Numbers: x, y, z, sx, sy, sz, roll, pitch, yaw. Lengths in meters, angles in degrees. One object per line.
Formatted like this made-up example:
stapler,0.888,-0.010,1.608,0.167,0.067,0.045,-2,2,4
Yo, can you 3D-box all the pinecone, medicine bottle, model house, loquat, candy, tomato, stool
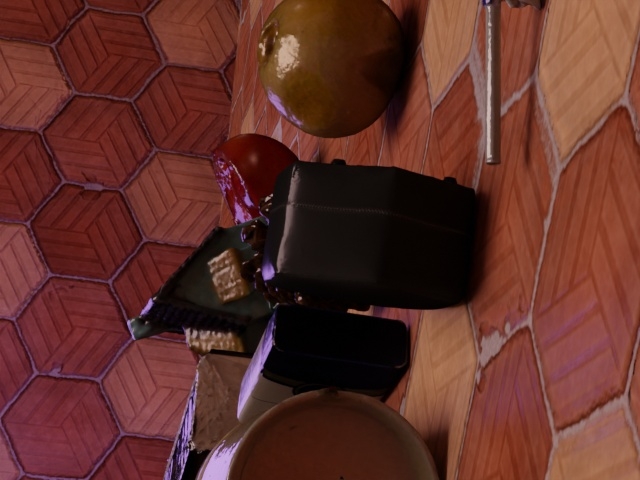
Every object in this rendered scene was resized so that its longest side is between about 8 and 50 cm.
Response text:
pinecone,0.000,0.000,2.000,0.208,0.208,0.207,-172,90,-80
medicine bottle,-0.028,0.308,1.758,0.406,0.236,0.235,134,142,-73
model house,-0.177,0.112,2.486,0.230,0.249,0.280,66,165,7
loquat,0.020,-0.243,2.070,0.213,0.213,0.213,-172,90,-80
candy,0.167,-0.252,1.510,0.124,0.124,0.365,134,138,-73
tomato,-0.087,-0.089,2.611,0.200,0.140,0.233,59,164,13
stool,0.051,-0.005,1.647,0.232,0.232,0.141,161,118,-78

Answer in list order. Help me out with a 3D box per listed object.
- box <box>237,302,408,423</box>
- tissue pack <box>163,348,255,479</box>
box,-0.002,0.167,1.923,0.259,0.168,0.071,115,162,-62
tissue pack,-0.133,0.347,2.392,0.370,0.210,0.198,110,161,-50
